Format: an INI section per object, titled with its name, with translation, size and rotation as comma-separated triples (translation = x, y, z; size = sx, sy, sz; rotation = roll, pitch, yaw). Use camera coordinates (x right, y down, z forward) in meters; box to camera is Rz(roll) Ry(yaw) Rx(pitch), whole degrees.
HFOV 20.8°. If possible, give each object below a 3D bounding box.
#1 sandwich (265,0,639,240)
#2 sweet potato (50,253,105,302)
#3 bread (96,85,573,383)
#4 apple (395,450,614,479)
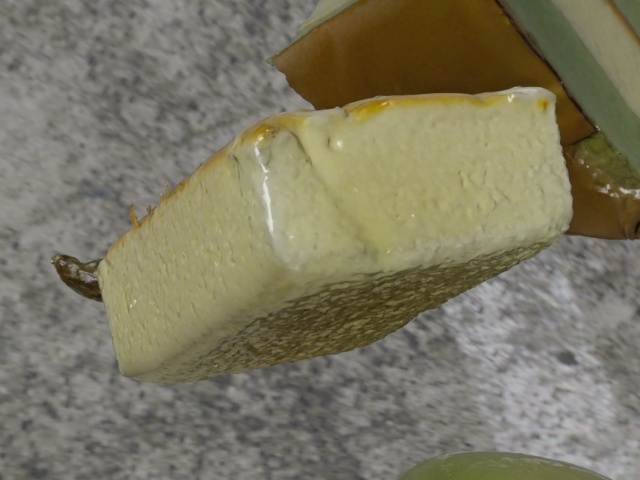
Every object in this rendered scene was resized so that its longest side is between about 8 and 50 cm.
[sandwich]
translation = 0.108, -0.088, 1.092
size = 0.198, 0.155, 0.227
rotation = -28, 107, 41
[sweet potato]
translation = -0.042, 0.025, 0.771
size = 0.041, 0.153, 0.038
rotation = -123, 42, -53
[bread]
translation = 0.001, 0.000, 0.671
size = 0.125, 0.188, 0.068
rotation = -9, 78, -26
[apple]
translation = 0.134, 0.282, 1.168
size = 0.279, 0.279, 0.279
rotation = -4, 78, 19
